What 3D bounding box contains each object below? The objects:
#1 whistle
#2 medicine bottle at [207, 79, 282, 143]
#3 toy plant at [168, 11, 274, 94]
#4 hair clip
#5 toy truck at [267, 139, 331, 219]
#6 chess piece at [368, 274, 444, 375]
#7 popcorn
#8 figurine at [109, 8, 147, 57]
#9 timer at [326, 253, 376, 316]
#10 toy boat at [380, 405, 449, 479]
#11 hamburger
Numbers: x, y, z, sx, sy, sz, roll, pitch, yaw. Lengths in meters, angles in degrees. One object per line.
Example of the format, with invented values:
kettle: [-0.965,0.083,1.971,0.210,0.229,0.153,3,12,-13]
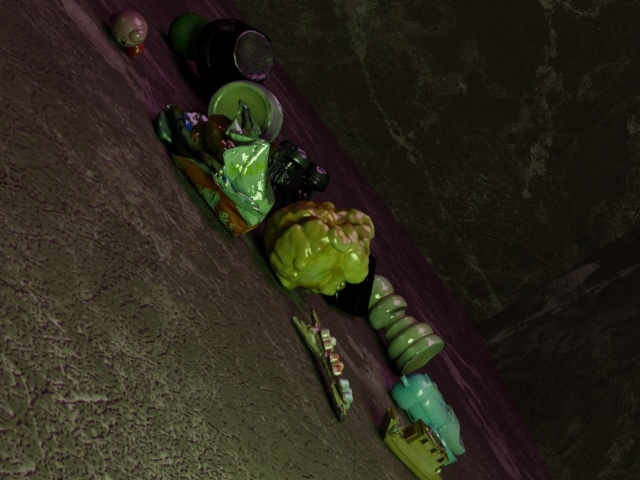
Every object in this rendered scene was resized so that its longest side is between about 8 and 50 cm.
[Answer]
whistle: [0.239,0.372,1.806,0.274,0.093,0.186,53,10,-32]
medicine bottle: [-0.159,-0.265,1.790,0.147,0.147,0.143,55,9,-2]
toy plant: [-0.227,-0.420,1.905,0.235,0.175,0.218,8,-41,45]
hair clip: [0.015,0.205,1.410,0.062,0.056,0.213,97,-29,-52]
toy truck: [-0.097,-0.127,1.716,0.165,0.147,0.224,31,-5,28]
chess piece: [0.171,0.188,1.998,0.243,0.133,0.133,53,9,23]
popcorn: [0.000,0.000,1.562,0.226,0.203,0.200,59,11,-55]
figurine: [-0.351,-0.388,1.533,0.083,0.067,0.071,41,-11,6]
timer: [0.073,0.085,1.829,0.187,0.055,0.144,32,67,-63]
toy boat: [0.176,0.374,1.542,0.200,0.077,0.057,50,13,-30]
hamburger: [-0.152,-0.151,1.478,0.276,0.150,0.260,56,9,6]
